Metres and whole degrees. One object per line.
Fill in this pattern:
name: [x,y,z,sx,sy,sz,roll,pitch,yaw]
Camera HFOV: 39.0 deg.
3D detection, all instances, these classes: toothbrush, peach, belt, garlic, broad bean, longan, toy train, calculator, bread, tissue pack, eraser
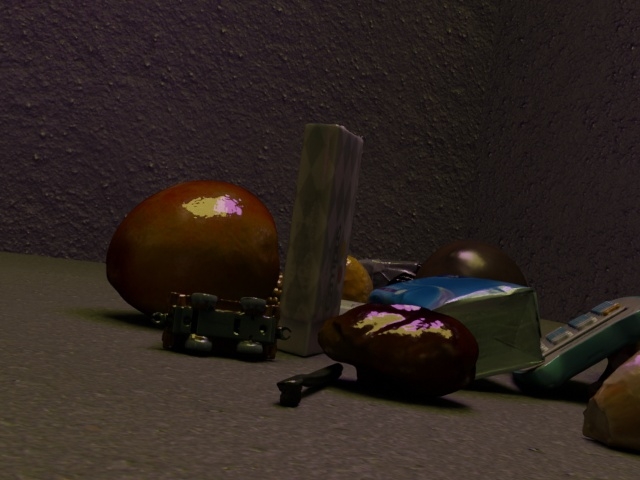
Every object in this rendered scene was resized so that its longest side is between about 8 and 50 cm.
toothbrush: [-0.009,0.184,1.193,0.030,0.030,0.297,-1,-3,12]
peach: [-0.242,0.030,1.727,0.333,0.307,0.308,-10,8,-25]
belt: [0.162,0.135,2.156,0.289,0.184,0.164,3,3,18]
garlic: [0.443,0.212,1.165,0.164,0.145,0.245,-29,-24,32]
broad bean: [0.108,0.156,1.274,0.229,0.121,0.156,4,14,15]
longan: [0.296,0.118,1.812,0.258,0.257,0.258,8,0,0]
toy train: [-0.157,0.134,1.415,0.220,0.089,0.127,7,-10,-17]
calculator: [0.456,0.176,1.603,0.256,0.054,0.386,-32,-3,7]
bread: [0.022,0.113,2.040,0.197,0.197,0.170,8,-7,17]
tissue pack: [0.219,0.143,1.531,0.198,0.146,0.263,-9,4,-17]
eraser: [0.000,-0.001,1.611,0.082,0.396,0.213,8,1,17]

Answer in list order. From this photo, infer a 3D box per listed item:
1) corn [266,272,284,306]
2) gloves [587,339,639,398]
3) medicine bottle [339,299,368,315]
corn: [-0.165,0.119,1.947,0.363,0.120,0.120,4,-3,35]
gloves: [0.536,0.222,1.522,0.145,0.126,0.241,11,-6,21]
medicine bottle: [0.082,0.168,1.820,0.184,0.086,0.086,8,0,23]
